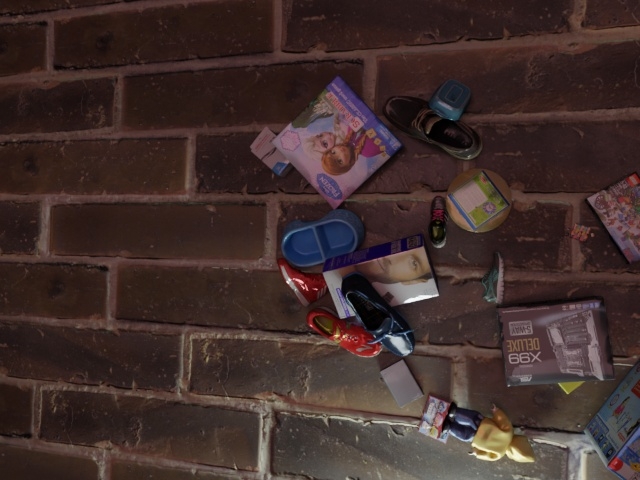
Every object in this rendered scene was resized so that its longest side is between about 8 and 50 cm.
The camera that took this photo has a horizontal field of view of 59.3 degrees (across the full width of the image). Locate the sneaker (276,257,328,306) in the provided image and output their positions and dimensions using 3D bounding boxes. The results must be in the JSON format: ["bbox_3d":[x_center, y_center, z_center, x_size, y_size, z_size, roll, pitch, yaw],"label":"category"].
[{"bbox_3d":[-0.051,0.118,1.905,0.128,0.221,0.087,-29,39,3],"label":"sneaker"}]

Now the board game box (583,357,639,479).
[{"bbox_3d":[0.882,0.482,1.548,0.086,0.308,0.302,36,99,13],"label":"board game box"}]

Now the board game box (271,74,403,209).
[{"bbox_3d":[0.056,-0.327,1.890,0.318,0.066,0.319,-44,93,11],"label":"board game box"}]

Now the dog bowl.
[{"bbox_3d":[0.000,0.000,1.905,0.297,0.074,0.166,-14,106,16],"label":"dog bowl"}]

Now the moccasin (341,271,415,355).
[{"bbox_3d":[0.170,0.257,1.771,0.137,0.117,0.342,-39,106,23],"label":"moccasin"}]

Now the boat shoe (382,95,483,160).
[{"bbox_3d":[0.361,-0.381,1.811,0.355,0.130,0.132,27,96,15],"label":"boat shoe"}]

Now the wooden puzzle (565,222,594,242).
[{"bbox_3d":[0.805,-0.025,1.740,0.083,0.006,0.049,22,94,15],"label":"wooden puzzle"}]

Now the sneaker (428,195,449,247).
[{"bbox_3d":[0.384,-0.062,1.824,0.063,0.075,0.171,3,89,16],"label":"sneaker"}]

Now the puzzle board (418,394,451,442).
[{"bbox_3d":[0.384,0.585,1.839,0.096,0.011,0.128,18,93,15],"label":"puzzle board"}]

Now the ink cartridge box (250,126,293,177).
[{"bbox_3d":[-0.171,-0.320,1.996,0.180,0.060,0.104,42,99,13],"label":"ink cartridge box"}]

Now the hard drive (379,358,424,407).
[{"bbox_3d":[0.270,0.474,1.868,0.094,0.022,0.135,-32,81,12],"label":"hard drive"}]

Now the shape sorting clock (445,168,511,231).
[{"bbox_3d":[0.508,-0.129,1.808,0.206,0.040,0.206,-1,87,12],"label":"shape sorting clock"}]

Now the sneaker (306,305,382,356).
[{"bbox_3d":[0.071,0.315,1.879,0.278,0.118,0.107,23,95,15],"label":"sneaker"}]

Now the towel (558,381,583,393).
[{"bbox_3d":[0.724,0.352,1.747,0.102,0.021,0.237,-43,78,14],"label":"towel"}]

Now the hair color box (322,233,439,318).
[{"bbox_3d":[0.196,0.118,1.824,0.338,0.110,0.185,-16,111,14],"label":"hair color box"}]

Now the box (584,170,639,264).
[{"bbox_3d":[0.933,-0.068,1.685,0.159,0.044,0.233,-32,80,13],"label":"box"}]

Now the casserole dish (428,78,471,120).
[{"bbox_3d":[0.418,-0.454,1.784,0.114,0.037,0.188,32,53,7],"label":"casserole dish"}]

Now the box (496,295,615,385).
[{"bbox_3d":[0.704,0.304,1.699,0.307,0.076,0.243,-7,88,15],"label":"box"}]

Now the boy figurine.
[{"bbox_3d":[0.531,0.599,1.751,0.285,0.092,0.177,19,92,12],"label":"boy figurine"}]

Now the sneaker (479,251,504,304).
[{"bbox_3d":[0.544,0.119,1.783,0.076,0.065,0.167,1,87,20],"label":"sneaker"}]
